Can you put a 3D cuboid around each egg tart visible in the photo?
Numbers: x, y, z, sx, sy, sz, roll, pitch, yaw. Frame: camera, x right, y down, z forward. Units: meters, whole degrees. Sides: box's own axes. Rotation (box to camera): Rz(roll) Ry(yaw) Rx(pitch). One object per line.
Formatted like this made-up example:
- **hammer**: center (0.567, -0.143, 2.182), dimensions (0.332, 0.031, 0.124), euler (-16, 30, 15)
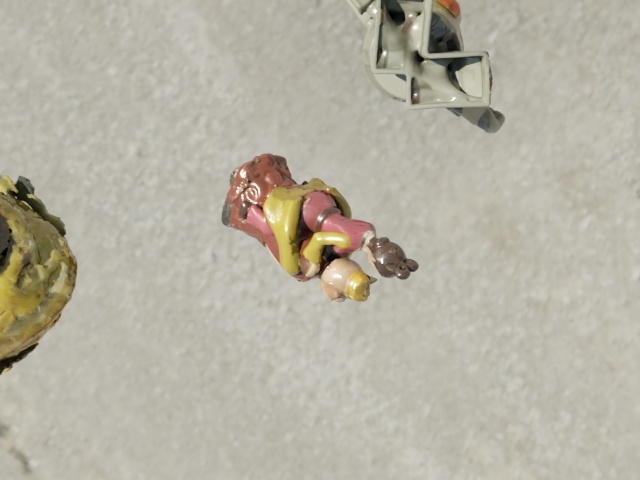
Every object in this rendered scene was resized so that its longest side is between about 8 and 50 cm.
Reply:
- **egg tart**: center (-0.399, 0.018, 1.408), dimensions (0.297, 0.297, 0.132), euler (15, 146, 21)

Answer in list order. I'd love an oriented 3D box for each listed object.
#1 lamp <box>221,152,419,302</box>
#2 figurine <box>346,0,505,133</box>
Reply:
- **lamp**: center (0.000, 0.000, 1.521), dimensions (0.253, 0.118, 0.118), euler (36, 146, 25)
- **figurine**: center (0.141, -0.285, 1.975), dimensions (0.167, 0.285, 0.342), euler (-23, 101, 5)
